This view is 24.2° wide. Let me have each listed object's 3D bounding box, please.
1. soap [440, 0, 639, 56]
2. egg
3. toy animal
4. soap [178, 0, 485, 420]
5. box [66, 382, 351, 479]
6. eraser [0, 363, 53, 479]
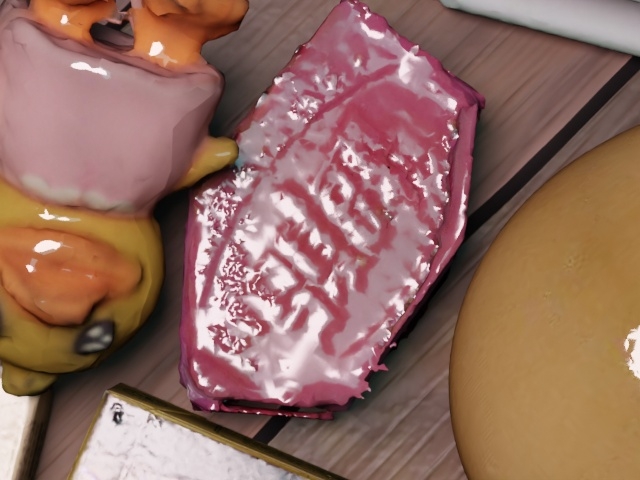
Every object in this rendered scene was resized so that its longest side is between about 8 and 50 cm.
[{"bbox_3d":[0.252,-0.268,1.055,0.446,0.156,0.261,15,81,1],"label":"soap"},{"bbox_3d":[0.255,0.066,0.927,0.374,0.301,0.301,-27,82,-18],"label":"egg"},{"bbox_3d":[-0.158,-0.035,0.942,0.195,0.169,0.281,14,91,-11],"label":"toy animal"},{"bbox_3d":[0.000,0.000,1.027,0.182,0.112,0.289,36,83,7],"label":"soap"},{"bbox_3d":[-0.063,0.213,1.009,0.240,0.071,0.159,23,83,1],"label":"box"},{"bbox_3d":[-0.287,0.242,0.992,0.144,0.078,0.343,13,82,1],"label":"eraser"}]
